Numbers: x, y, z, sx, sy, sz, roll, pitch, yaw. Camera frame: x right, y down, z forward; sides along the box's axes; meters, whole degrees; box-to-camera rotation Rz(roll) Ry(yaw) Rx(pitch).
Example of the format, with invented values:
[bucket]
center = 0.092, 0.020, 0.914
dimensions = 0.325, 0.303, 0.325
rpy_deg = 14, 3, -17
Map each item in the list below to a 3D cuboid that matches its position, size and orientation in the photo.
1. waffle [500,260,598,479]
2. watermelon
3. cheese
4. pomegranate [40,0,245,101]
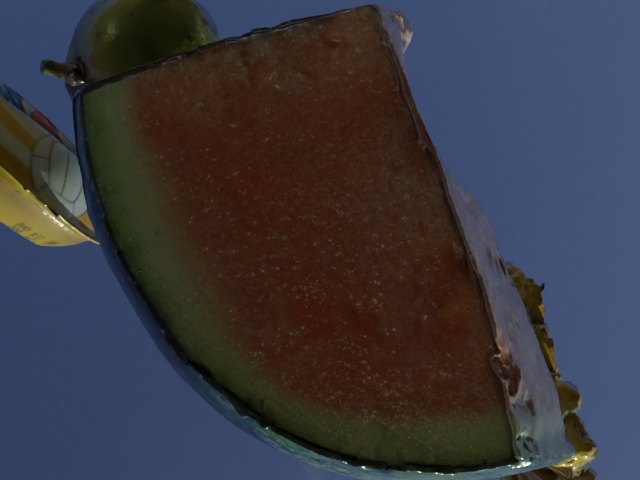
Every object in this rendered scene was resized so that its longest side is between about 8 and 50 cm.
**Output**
[waffle]
center = 0.180, 0.133, 1.210
dimensions = 0.056, 0.249, 0.253
rpy_deg = -8, -109, -5
[watermelon]
center = 0.000, 0.000, 0.688
dimensions = 0.318, 0.148, 0.226
rpy_deg = 39, -75, 16
[cheese]
center = -0.238, -0.077, 0.946
dimensions = 0.069, 0.177, 0.270
rpy_deg = -47, -59, 0
[pomegranate]
center = -0.140, -0.151, 1.259
dimensions = 0.220, 0.156, 0.156
rpy_deg = 1, -125, -61
